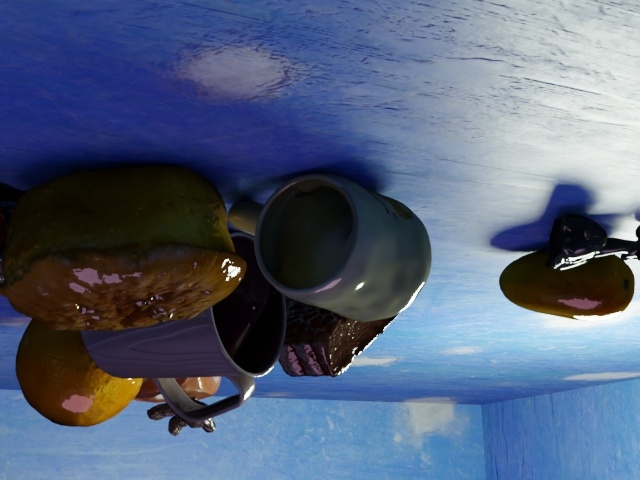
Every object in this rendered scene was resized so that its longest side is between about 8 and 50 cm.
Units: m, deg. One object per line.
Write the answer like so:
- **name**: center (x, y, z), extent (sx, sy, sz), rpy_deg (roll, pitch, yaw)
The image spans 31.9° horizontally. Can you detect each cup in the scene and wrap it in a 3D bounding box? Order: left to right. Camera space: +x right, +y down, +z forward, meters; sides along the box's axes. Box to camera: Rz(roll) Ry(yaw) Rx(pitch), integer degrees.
- **cup**: center (-0.199, 0.131, 1.774), extent (0.273, 0.208, 0.288), rpy_deg (-7, 138, 29)
- **cup**: center (0.002, 0.019, 1.492), extent (0.255, 0.173, 0.202), rpy_deg (-12, 161, 32)

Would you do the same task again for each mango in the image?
- **mango**: center (0.407, 0.070, 1.857), extent (0.221, 0.120, 0.151), rpy_deg (4, 168, 10)

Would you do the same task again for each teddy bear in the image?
- **teddy bear**: center (-0.270, 0.350, 2.291), extent (0.160, 0.078, 0.119), rpy_deg (-13, 129, 48)

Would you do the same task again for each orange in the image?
- **orange**: center (-0.458, 0.232, 2.134), extent (0.246, 0.246, 0.246), rpy_deg (-2, 166, 0)

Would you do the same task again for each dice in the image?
- **dice**: center (-0.316, 0.244, 2.350), extent (0.175, 0.179, 0.174), rpy_deg (-10, 163, 14)

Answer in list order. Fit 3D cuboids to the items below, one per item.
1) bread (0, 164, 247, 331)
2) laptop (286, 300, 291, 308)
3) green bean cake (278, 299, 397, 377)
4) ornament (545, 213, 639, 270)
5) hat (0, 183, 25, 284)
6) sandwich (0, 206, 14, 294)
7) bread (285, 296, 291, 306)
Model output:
- **bread**: center (-0.249, 0.019, 1.430), extent (0.312, 0.172, 0.312), rpy_deg (-7, 163, -2)
- **laptop**: center (0.005, 0.125, 2.045), extent (0.154, 0.026, 0.207), rpy_deg (-7, -167, 17)
- **green bean cake**: center (0.036, 0.121, 1.839), extent (0.199, 0.232, 0.097), rpy_deg (-5, 123, 37)
- **ornament**: center (0.465, 0.000, 1.678), extent (0.236, 0.080, 0.202), rpy_deg (0, 169, 4)
- **hat**: center (-0.448, -0.034, 1.424), extent (0.140, 0.128, 0.227), rpy_deg (17, 146, -4)
- **sandwich**: center (-0.458, -0.017, 1.615), extent (0.079, 0.113, 0.163), rpy_deg (10, 127, -36)
- **bread**: center (-0.070, 0.173, 2.243), extent (0.214, 0.104, 0.213), rpy_deg (-5, 165, -1)
